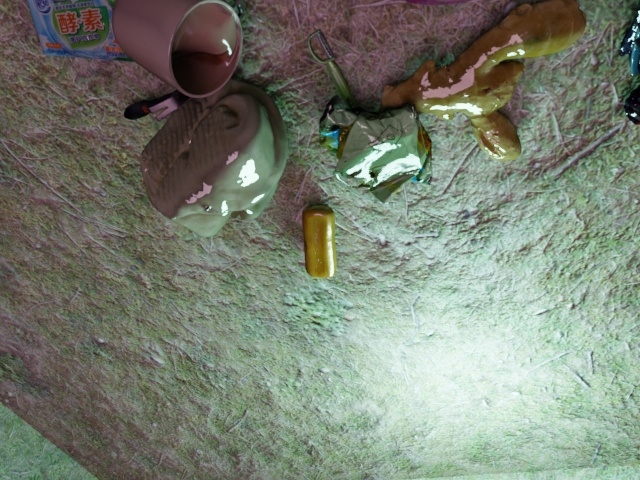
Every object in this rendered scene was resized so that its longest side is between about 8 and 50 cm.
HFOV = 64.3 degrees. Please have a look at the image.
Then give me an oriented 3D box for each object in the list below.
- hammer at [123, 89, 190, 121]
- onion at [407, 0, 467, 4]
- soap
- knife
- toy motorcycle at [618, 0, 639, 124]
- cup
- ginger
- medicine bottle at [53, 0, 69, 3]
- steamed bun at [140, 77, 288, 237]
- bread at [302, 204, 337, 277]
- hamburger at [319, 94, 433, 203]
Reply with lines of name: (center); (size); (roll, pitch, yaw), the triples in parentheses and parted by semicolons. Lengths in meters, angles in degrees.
hammer: (-0.386, -0.315, 1.186); (0.290, 0.137, 0.037); (0, 134, 45)
onion: (0.185, -0.516, 0.784); (0.348, 0.385, 0.348); (17, 141, 14)
soap: (-0.508, -0.485, 1.130); (0.293, 0.077, 0.156); (5, 130, 6)
knife: (0.029, -0.373, 1.162); (0.054, 0.015, 0.212); (-20, 123, 25)
toy motorcycle: (0.691, -0.369, 0.925); (0.232, 0.172, 0.416); (-16, 147, 19)
cup: (-0.276, -0.442, 1.038); (0.200, 0.253, 0.191); (33, 164, 23)
ginger: (0.325, -0.343, 1.066); (0.348, 0.122, 0.363); (9, 140, -7)
medicine bottle: (-0.441, -0.613, 0.907); (0.245, 0.245, 0.290); (-6, 128, 15)
steamed bun: (-0.227, -0.174, 1.185); (0.367, 0.342, 0.255); (-35, 138, 19)
bread: (0.000, 0.000, 1.433); (0.092, 0.074, 0.239); (5, 129, 9)
hamburger: (0.116, -0.192, 1.154); (0.276, 0.150, 0.260); (7, 158, 14)
